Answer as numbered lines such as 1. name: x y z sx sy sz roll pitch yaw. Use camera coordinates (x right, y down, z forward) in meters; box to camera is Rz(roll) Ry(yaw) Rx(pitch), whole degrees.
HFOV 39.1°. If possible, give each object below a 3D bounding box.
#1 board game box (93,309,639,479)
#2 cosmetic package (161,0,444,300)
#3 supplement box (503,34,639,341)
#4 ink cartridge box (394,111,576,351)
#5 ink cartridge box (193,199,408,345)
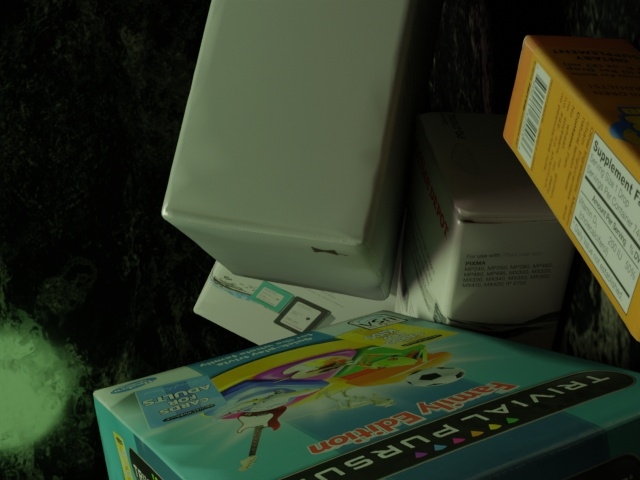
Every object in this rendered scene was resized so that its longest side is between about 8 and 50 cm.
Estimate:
1. board game box: 0.024 0.128 0.567 0.336 0.254 0.079 6 108 63
2. cosmetic package: 0.017 -0.195 0.786 0.230 0.162 0.453 60 -140 -74
3. supplement box: 0.172 -0.039 0.492 0.233 0.078 0.080 -101 15 -56
4. ink cartridge box: 0.132 0.031 0.771 0.172 0.100 0.237 -100 10 -55
5. ink cartridge box: 0.000 0.000 1.046 0.198 0.197 0.270 -67 7 -29
